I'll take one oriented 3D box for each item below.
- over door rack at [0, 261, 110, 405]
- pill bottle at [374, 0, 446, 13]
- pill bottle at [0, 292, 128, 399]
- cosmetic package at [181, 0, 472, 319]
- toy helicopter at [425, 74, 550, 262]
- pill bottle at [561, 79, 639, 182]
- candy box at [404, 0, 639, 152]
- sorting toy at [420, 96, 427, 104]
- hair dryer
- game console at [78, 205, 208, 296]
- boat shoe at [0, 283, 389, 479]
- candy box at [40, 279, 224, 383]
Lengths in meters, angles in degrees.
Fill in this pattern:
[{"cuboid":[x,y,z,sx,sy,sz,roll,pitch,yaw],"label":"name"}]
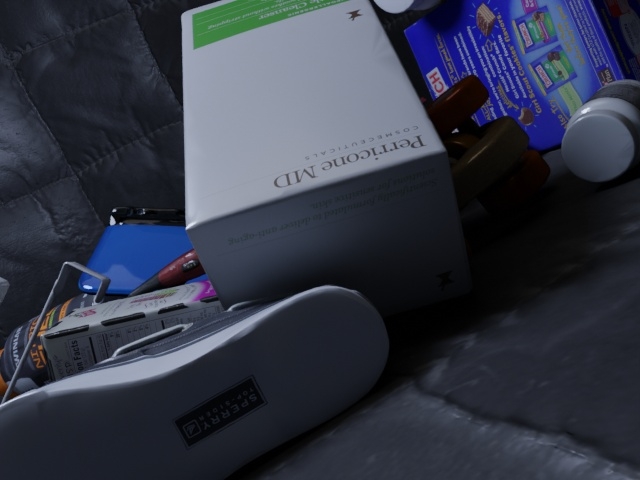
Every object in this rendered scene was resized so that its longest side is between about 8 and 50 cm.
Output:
[{"cuboid":[-0.392,0.143,0.733,0.324,0.108,0.239,-53,-6,4],"label":"over door rack"},{"cuboid":[0.173,-0.422,1.072,0.208,0.119,0.119,-33,8,-36],"label":"pill bottle"},{"cuboid":[-0.388,0.165,1.073,0.245,0.131,0.130,-26,7,19],"label":"pill bottle"},{"cuboid":[-0.013,-0.097,0.646,0.196,0.155,0.366,-17,41,2],"label":"cosmetic package"},{"cuboid":[0.073,-0.012,0.771,0.355,0.140,0.235,-36,10,32],"label":"toy helicopter"},{"cuboid":[0.287,-0.108,0.692,0.078,0.078,0.137,-22,8,39],"label":"pill bottle"},{"cuboid":[0.305,-0.269,1.039,0.122,0.268,0.317,-28,5,-34],"label":"candy box"},{"cuboid":[0.081,-0.104,0.935,0.132,0.046,0.274,-55,-8,34],"label":"sorting toy"},{"cuboid":[-0.103,0.017,0.831,0.223,0.080,0.293,-38,4,-25],"label":"hair dryer"},{"cuboid":[-0.182,0.046,1.083,0.292,0.174,0.250,3,-23,2],"label":"game console"},{"cuboid":[-0.103,0.110,0.463,0.301,0.108,0.102,-26,6,-14],"label":"boat shoe"},{"cuboid":[-0.136,0.086,0.696,0.233,0.071,0.159,-12,5,-7],"label":"candy box"}]
